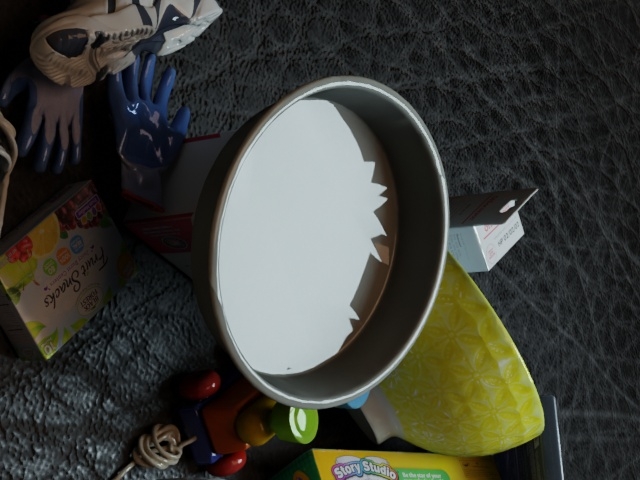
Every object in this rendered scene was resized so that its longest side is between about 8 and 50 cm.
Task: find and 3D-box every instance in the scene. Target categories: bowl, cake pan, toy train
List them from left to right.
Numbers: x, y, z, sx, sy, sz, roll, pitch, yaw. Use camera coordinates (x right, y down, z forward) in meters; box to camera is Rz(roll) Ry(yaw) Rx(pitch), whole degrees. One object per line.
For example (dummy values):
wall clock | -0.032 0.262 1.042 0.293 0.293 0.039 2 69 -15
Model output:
toy train | -0.067 0.175 1.284 0.248 0.143 0.105 -35 112 -50
cake pan | 0.000 0.000 1.187 0.293 0.054 0.293 -11 106 -43
bowl | 0.093 0.130 1.455 0.156 0.289 0.289 -32 116 -10

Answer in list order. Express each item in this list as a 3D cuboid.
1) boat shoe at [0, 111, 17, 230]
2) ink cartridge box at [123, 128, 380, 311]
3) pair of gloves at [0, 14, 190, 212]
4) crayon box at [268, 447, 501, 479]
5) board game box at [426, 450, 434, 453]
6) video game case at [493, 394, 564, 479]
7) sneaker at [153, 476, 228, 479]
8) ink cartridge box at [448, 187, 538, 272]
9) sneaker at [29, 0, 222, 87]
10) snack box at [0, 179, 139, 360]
boat shoe | -0.284 -0.070 1.065 0.096 0.088 0.267 33 53 -47
ink cartridge box | -0.044 -0.002 1.315 0.237 0.172 0.100 42 54 -41
pair of gloves | -0.199 -0.117 1.213 0.198 0.023 0.159 22 57 -38
crayon box | 0.092 0.315 1.433 0.278 0.081 0.165 9 51 -39
board game box | 0.162 0.352 1.600 0.145 0.027 0.281 55 31 -32
video game case | 0.242 0.308 1.561 0.274 0.026 0.196 96 -8 -69
sneaker | -0.166 0.320 1.151 0.366 0.210 0.137 -21 104 -17
ink cartridge box | 0.166 -0.008 1.587 0.104 0.181 0.061 -40 117 -47
sneaker | -0.201 -0.231 1.192 0.153 0.094 0.235 54 41 3
snack box | -0.230 0.025 1.178 0.141 0.037 0.100 -49 123 -45
